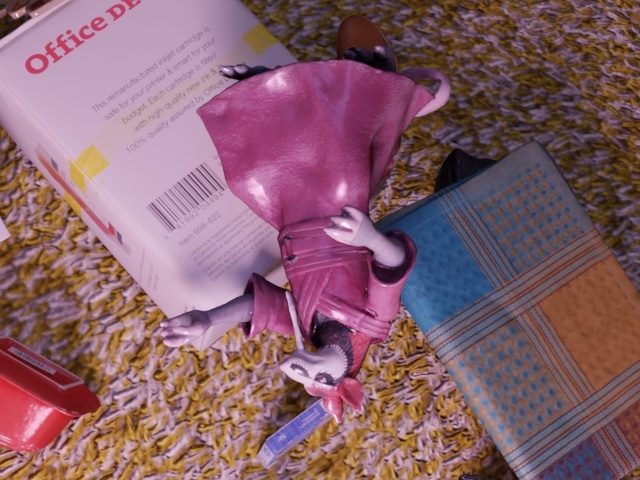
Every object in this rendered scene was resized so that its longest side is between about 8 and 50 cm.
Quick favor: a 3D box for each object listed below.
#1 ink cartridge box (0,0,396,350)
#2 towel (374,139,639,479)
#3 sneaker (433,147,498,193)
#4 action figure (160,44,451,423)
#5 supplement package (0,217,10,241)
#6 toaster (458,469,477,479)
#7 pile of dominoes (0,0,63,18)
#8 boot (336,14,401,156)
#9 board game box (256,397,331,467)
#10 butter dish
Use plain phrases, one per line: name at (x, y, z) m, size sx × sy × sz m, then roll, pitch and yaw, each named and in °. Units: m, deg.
ink cartridge box at (-0.153, -0.116, 1.550) m, size 0.279 × 0.160 × 0.385 m, roll -39°, pitch 80°, yaw -21°
towel at (0.241, 0.091, 1.494) m, size 0.271 × 0.040 × 0.370 m, roll -26°, pitch 78°, yaw -29°
sneaker at (0.207, 0.027, 1.588) m, size 0.130 × 0.109 × 0.286 m, roll 5°, pitch 70°, yaw -14°
action figure at (0.000, 0.000, 1.387) m, size 0.248 × 0.275 × 0.370 m, roll -12°, pitch 83°, yaw 33°
supplement package at (-0.458, -0.076, 1.456) m, size 0.139 × 0.134 × 0.244 m, roll -31°, pitch 99°, yaw -19°
toaster at (0.230, 0.354, 1.450) m, size 0.146 × 0.129 × 0.227 m, roll -3°, pitch 67°, yaw -14°
pile of dominoes at (-0.340, -0.323, 1.575) m, size 0.251 × 0.040 × 0.196 m, roll 5°, pitch 44°, yaw 39°
boot at (0.049, -0.203, 1.615) m, size 0.073 × 0.152 × 0.197 m, roll -19°, pitch 72°, yaw 11°
board game box at (-0.024, 0.207, 1.483) m, size 0.090 × 0.090 × 0.020 m, roll -35°, pitch 80°, yaw -19°
butter dish at (-0.330, 0.176, 1.431) m, size 0.160 × 0.160 × 0.118 m, roll 29°, pitch 90°, yaw 3°
